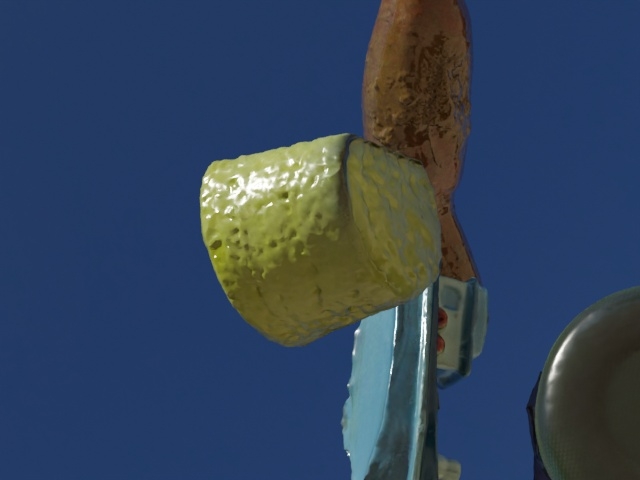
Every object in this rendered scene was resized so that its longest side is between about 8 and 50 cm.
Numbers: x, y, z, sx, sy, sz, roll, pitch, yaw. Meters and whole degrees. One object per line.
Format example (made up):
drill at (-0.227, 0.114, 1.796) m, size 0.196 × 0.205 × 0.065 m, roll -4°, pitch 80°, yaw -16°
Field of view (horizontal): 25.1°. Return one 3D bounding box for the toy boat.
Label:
toy boat at (0.080, 0.122, 1.155) m, size 0.098 × 0.109 × 0.238 m, roll 16°, pitch -116°, yaw -16°

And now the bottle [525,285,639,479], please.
bottle at (0.188, 0.111, 0.827) m, size 0.143 × 0.271 × 0.156 m, roll 19°, pitch -102°, yaw 15°

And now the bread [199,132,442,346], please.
bread at (0.000, 0.000, 0.850) m, size 0.114 × 0.111 × 0.129 m, roll -20°, pitch -17°, yaw 32°

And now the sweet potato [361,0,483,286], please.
sweet potato at (0.094, -0.073, 1.312) m, size 0.109 × 0.109 × 0.385 m, roll -14°, pitch -62°, yaw -14°
